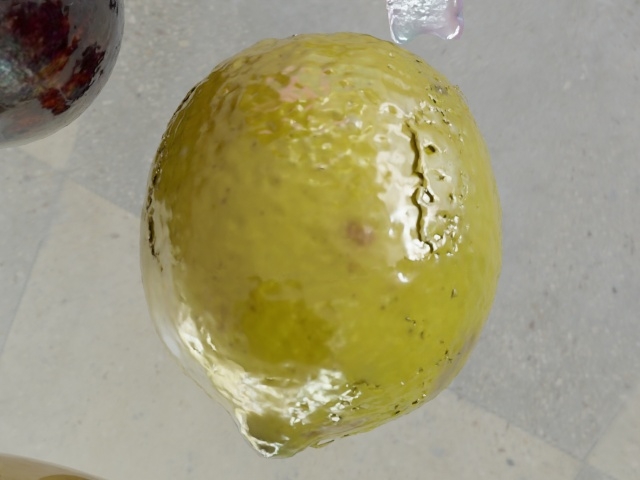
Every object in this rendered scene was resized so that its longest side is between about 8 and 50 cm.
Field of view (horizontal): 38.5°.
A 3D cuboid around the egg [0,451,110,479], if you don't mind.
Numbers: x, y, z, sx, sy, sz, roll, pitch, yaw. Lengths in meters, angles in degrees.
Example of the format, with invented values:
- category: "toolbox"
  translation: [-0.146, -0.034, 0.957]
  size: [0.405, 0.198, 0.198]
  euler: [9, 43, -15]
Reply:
- category: "egg"
  translation: [-0.109, 0.213, 0.329]
  size: [0.250, 0.250, 0.322]
  euler: [-27, 119, 22]

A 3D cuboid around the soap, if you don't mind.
- category: "soap"
  translation: [0.144, -0.458, 1.296]
  size: [0.109, 0.324, 0.193]
  euler: [-1, 144, 8]

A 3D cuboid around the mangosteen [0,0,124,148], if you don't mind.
- category: "mangosteen"
  translation: [-0.302, -0.228, 0.760]
  size: [0.330, 0.330, 0.330]
  euler: [5, 108, 14]

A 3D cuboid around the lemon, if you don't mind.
- category: "lemon"
  translation: [0.000, 0.000, 0.649]
  size: [0.257, 0.258, 0.310]
  euler: [1, 67, 15]
